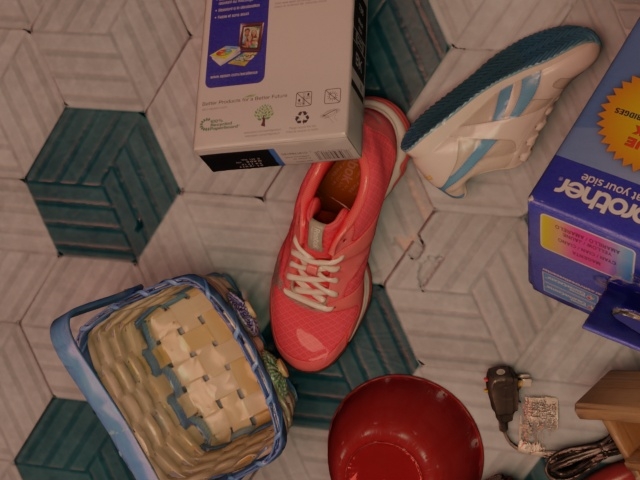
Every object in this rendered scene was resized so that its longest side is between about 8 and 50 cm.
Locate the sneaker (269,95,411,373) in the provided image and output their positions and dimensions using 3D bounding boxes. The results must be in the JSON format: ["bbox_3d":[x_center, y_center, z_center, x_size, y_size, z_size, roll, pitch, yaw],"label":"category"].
[{"bbox_3d":[0.000,-0.001,1.612,0.116,0.136,0.313,19,106,14],"label":"sneaker"}]

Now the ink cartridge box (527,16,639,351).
[{"bbox_3d":[0.347,-0.047,1.255,0.270,0.151,0.395,23,66,22],"label":"ink cartridge box"}]

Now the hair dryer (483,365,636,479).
[{"bbox_3d":[0.267,0.283,1.616,0.224,0.080,0.293,7,103,15],"label":"hair dryer"}]

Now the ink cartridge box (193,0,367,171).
[{"bbox_3d":[-0.035,-0.236,1.567,0.165,0.065,0.332,-4,68,18],"label":"ink cartridge box"}]

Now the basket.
[{"bbox_3d":[-0.155,0.155,1.607,0.201,0.289,0.254,-28,94,25],"label":"basket"}]

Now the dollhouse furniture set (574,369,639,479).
[{"bbox_3d":[0.271,0.340,1.434,0.256,0.394,0.362,59,153,-14],"label":"dollhouse furniture set"}]

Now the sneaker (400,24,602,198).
[{"bbox_3d":[0.197,-0.135,1.562,0.229,0.087,0.092,-35,109,18],"label":"sneaker"}]

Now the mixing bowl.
[{"bbox_3d":[0.082,0.246,1.656,0.182,0.098,0.181,3,101,15],"label":"mixing bowl"}]
